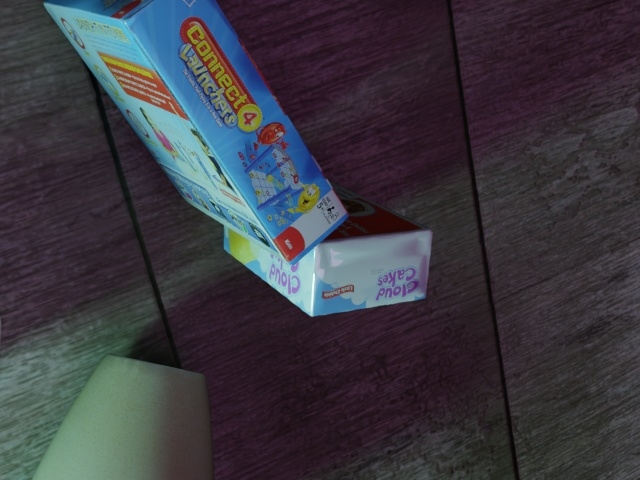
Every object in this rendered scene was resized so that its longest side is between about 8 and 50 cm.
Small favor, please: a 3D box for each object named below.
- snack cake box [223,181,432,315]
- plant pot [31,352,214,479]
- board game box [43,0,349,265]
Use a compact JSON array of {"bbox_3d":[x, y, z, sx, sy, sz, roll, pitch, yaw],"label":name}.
[{"bbox_3d":[0.000,0.000,1.225,0.152,0.264,0.089,-5,108,-26],"label":"snack cake box"},{"bbox_3d":[-0.233,0.284,1.224,0.257,0.256,0.273,17,81,-31],"label":"plant pot"},{"bbox_3d":[-0.140,-0.146,1.083,0.086,0.308,0.302,-40,120,-13],"label":"board game box"}]
